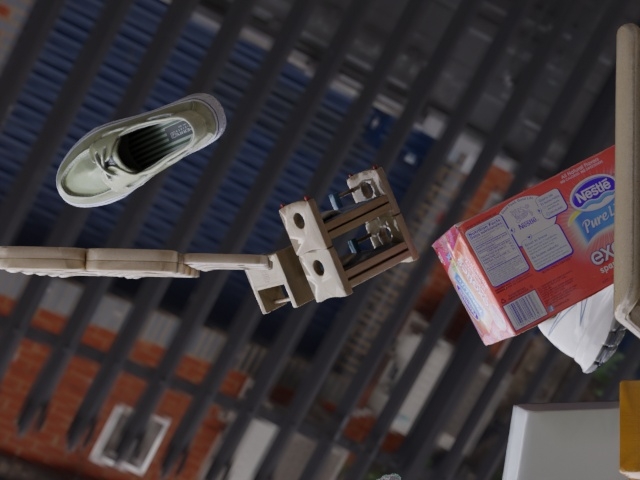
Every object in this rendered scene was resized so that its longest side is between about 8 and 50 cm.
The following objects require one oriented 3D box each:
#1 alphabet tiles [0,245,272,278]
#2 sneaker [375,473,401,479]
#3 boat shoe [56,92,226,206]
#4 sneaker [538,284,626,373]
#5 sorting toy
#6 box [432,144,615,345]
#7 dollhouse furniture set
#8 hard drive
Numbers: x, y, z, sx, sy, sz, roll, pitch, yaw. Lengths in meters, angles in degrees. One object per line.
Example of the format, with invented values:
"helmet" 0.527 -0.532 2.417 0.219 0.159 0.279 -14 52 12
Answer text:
"alphabet tiles" -0.181 0.021 1.161 0.278 0.021 0.284 2 178 -1
"sneaker" 0.086 0.378 1.906 0.069 0.098 0.038 46 170 44
"boat shoe" -0.275 -0.129 1.928 0.109 0.302 0.094 63 -152 -3
"sneaker" 0.417 0.047 1.986 0.129 0.297 0.111 32 -164 23
"sorting toy" 0.255 0.027 0.959 0.041 0.307 0.229 -6 157 28
"box" 0.310 -0.007 1.662 0.154 0.300 0.142 62 168 4
"dollhouse furniture set" 0.000 0.000 1.708 0.129 0.129 0.183 -26 -174 -36
"hard drive" 0.317 0.365 1.770 0.203 0.307 0.040 3 -171 -31
